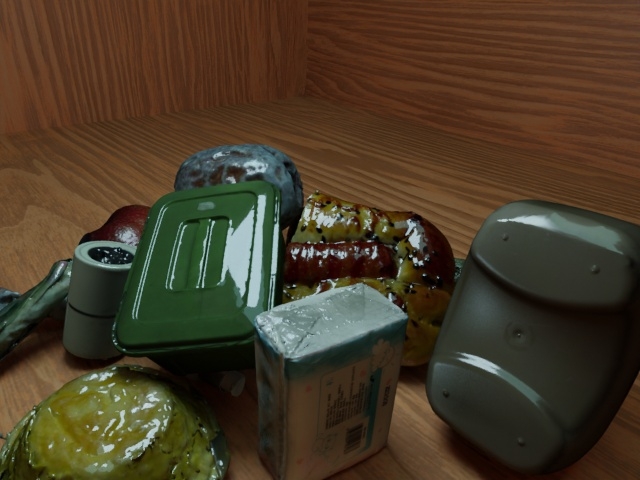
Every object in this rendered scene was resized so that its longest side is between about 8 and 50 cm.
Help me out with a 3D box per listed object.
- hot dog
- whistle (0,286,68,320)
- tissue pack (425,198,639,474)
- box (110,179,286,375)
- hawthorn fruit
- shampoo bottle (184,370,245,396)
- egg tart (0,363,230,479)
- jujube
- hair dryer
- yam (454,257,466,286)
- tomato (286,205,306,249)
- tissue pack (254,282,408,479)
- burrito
[{"bbox_3d":[0.097,0.085,0.951,0.366,0.196,0.367,14,60,5],"label":"hot dog"},{"bbox_3d":[-0.664,0.124,0.909,0.346,0.142,0.133,5,30,-27],"label":"whistle"},{"bbox_3d":[0.354,0.137,0.725,0.267,0.386,0.277,24,14,38],"label":"tissue pack"},{"bbox_3d":[-0.177,0.067,0.796,0.253,0.177,0.328,-7,53,9],"label":"box"},{"bbox_3d":[-0.399,0.042,1.043,0.266,0.210,0.230,22,22,0],"label":"hawthorn fruit"},{"bbox_3d":[-0.215,0.224,0.836,0.192,0.073,0.074,18,32,27],"label":"shampoo bottle"},{"bbox_3d":[-0.297,0.288,0.648,0.342,0.132,0.341,3,29,-2],"label":"egg tart"},{"bbox_3d":[-0.206,-0.112,1.124,0.308,0.246,0.215,-14,39,12],"label":"jujube"},{"bbox_3d":[-0.315,0.122,0.941,0.362,0.203,0.128,5,19,-34],"label":"hair dryer"},{"bbox_3d":[0.407,0.090,1.148,0.179,0.078,0.078,8,28,3],"label":"yam"},{"bbox_3d":[0.000,0.000,1.188,0.152,0.187,0.187,18,19,-29],"label":"tomato"},{"bbox_3d":[0.010,0.212,0.667,0.202,0.271,0.124,-12,30,-26],"label":"tissue pack"},{"bbox_3d":[-0.561,0.147,0.844,0.096,0.066,0.309,4,47,51],"label":"burrito"}]
